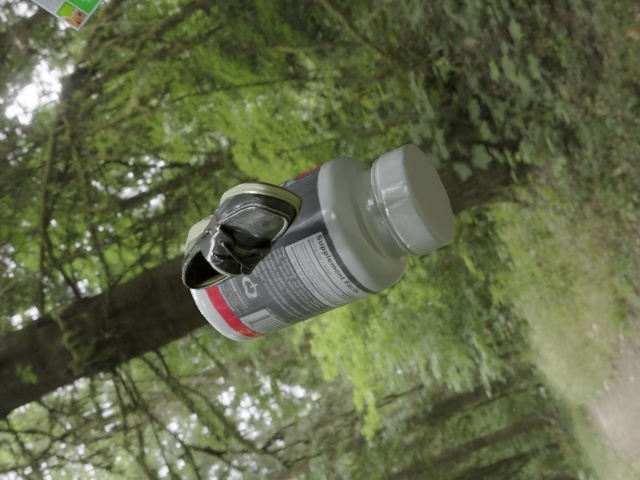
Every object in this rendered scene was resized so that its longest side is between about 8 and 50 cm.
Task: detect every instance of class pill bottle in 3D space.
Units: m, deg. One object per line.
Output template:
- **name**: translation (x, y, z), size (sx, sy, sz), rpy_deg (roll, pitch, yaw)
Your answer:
- **pill bottle**: translation (0.000, 0.000, 1.100), size (0.176, 0.318, 0.176), rpy_deg (45, -147, -40)

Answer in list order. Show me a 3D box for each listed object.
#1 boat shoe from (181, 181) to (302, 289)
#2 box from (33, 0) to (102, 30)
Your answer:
- **boat shoe**: translation (-0.088, 0.004, 0.908), size (0.080, 0.223, 0.073), rpy_deg (23, -115, -22)
- **box**: translation (-0.549, -0.619, 1.820), size (0.262, 0.231, 0.127), rpy_deg (33, -140, -28)
